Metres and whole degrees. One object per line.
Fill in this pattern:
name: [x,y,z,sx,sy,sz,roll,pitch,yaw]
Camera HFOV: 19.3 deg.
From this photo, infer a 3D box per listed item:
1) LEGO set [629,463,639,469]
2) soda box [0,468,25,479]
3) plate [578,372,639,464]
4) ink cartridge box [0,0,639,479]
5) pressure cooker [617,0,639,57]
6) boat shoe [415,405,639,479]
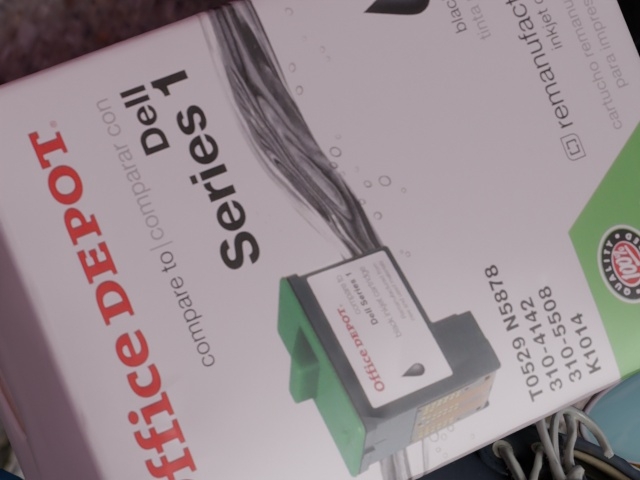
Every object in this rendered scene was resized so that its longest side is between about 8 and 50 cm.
LEGO set: [0.179,0.085,0.937,0.287,0.107,0.132,36,76,-50]
soda box: [-0.158,0.149,0.592,0.210,0.071,0.067,-24,122,-43]
plate: [0.204,0.056,0.819,0.188,0.188,0.024,29,45,-51]
ink cartridge box: [0.000,0.000,0.604,0.219,0.092,0.160,-23,92,-21]
pressure cooker: [0.302,-0.207,0.738,0.376,0.370,0.420,17,71,-17]
boat shoe: [0.084,0.114,0.778,0.254,0.079,0.095,30,50,-46]
